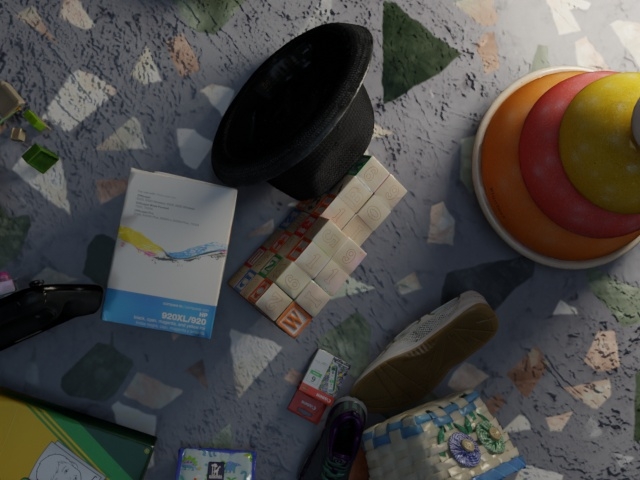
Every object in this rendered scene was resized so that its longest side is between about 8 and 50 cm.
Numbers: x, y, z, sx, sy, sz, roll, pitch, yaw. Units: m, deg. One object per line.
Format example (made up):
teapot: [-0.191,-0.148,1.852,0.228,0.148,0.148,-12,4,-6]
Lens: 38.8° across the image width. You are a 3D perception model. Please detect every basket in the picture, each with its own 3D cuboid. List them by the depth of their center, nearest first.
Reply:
basket: [0.203,0.396,1.413,0.254,0.201,0.289,-11,79,-48]

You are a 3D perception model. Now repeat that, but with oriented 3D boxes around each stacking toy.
stacking toy: [0.454,-0.134,1.364,0.350,0.480,0.351,0,88,-8]

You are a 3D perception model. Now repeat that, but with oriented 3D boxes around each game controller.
game controller: [-0.471,0.128,1.330,0.319,0.166,0.067,-23,86,24]

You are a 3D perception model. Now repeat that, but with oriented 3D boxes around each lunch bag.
lunch bag: [-0.168,0.409,1.452,0.128,0.096,0.151,4,72,-5]

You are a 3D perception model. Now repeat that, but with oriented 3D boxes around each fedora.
fedora: [-0.014,-0.183,1.438,0.334,0.334,0.152,-50,124,-7]

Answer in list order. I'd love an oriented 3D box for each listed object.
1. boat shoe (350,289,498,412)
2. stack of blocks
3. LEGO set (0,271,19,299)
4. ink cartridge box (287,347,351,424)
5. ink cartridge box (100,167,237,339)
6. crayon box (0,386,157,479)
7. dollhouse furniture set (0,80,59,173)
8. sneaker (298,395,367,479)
boat shoe: [0.167,0.183,1.509,0.277,0.096,0.098,-35,114,10]
stack of blocks: [0.000,0.000,1.444,0.087,0.171,0.297,44,82,-20]
LEGO set: [-0.608,0.095,1.388,0.287,0.132,0.107,-14,82,-21]
ink cartridge box: [-0.003,0.243,1.510,0.063,0.029,0.115,28,83,-6]
ink cartridge box: [-0.232,0.022,1.420,0.168,0.171,0.233,11,86,-7]
crayon box: [-0.461,0.434,1.399,0.313,0.106,0.363,19,84,-6]
dollhouse furniture set: [-0.488,-0.181,1.471,0.076,0.058,0.152,-43,74,0]
sneaker: [0.014,0.363,1.460,0.083,0.098,0.224,16,95,0]
